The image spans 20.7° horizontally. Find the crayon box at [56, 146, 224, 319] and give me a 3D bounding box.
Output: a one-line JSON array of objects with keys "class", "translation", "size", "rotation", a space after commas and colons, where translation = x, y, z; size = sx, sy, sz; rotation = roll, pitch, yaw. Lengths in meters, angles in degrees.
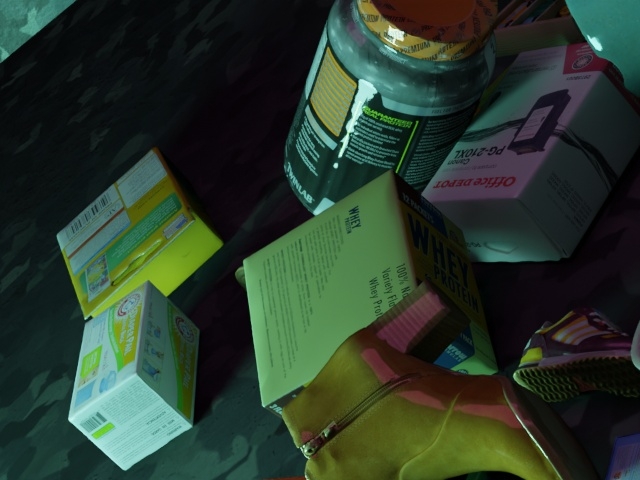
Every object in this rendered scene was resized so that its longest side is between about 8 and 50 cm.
[{"class": "crayon box", "translation": [-0.254, 0.008, 2.465], "size": [0.203, 0.083, 0.323], "rotation": [-42, 25, 3]}]

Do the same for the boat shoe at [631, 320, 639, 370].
[{"class": "boat shoe", "translation": [0.371, 0.022, 1.539], "size": [0.109, 0.091, 0.305], "rotation": [-15, 36, 53]}]

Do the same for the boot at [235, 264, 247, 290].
[{"class": "boot", "translation": [0.000, 0.000, 2.131], "size": [0.197, 0.073, 0.152], "rotation": [-7, 43, 34]}]

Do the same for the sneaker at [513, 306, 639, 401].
[{"class": "sneaker", "translation": [0.258, 0.095, 1.611], "size": [0.185, 0.069, 0.084], "rotation": [-9, 46, 48]}]

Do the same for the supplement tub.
[{"class": "supplement tub", "translation": [0.081, -0.169, 1.977], "size": [0.316, 0.193, 0.193], "rotation": [112, -179, -50]}]

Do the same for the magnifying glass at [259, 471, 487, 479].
[{"class": "magnifying glass", "translation": [0.046, 0.232, 1.674], "size": [0.231, 0.026, 0.092], "rotation": [-9, 34, 22]}]

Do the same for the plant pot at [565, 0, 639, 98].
[{"class": "plant pot", "translation": [0.433, -0.306, 1.720], "size": [0.334, 0.341, 0.341], "rotation": [-33, 26, 39]}]

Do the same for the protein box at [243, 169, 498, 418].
[{"class": "protein box", "translation": [0.048, 0.076, 1.810], "size": [0.201, 0.136, 0.200], "rotation": [-32, 45, 23]}]

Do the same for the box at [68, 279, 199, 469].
[{"class": "box", "translation": [-0.226, 0.162, 2.162], "size": [0.114, 0.103, 0.203], "rotation": [-34, 27, 18]}]

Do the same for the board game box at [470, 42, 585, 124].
[{"class": "board game box", "translation": [0.236, -0.166, 2.073], "size": [0.181, 0.043, 0.092], "rotation": [-46, 25, -6]}]

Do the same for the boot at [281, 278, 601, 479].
[{"class": "boot", "translation": [0.102, 0.196, 1.589], "size": [0.211, 0.104, 0.295], "rotation": [-47, 53, 10]}]

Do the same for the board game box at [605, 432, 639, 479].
[{"class": "board game box", "translation": [0.314, 0.208, 1.392], "size": [0.211, 0.039, 0.160], "rotation": [-20, 34, 41]}]

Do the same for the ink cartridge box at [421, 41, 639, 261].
[{"class": "ink cartridge box", "translation": [0.240, -0.097, 1.895], "size": [0.172, 0.100, 0.237], "rotation": [-2, 47, 55]}]

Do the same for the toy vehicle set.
[{"class": "toy vehicle set", "translation": [0.325, -0.314, 2.118], "size": [0.267, 0.035, 0.166], "rotation": [-43, 23, -30]}]
